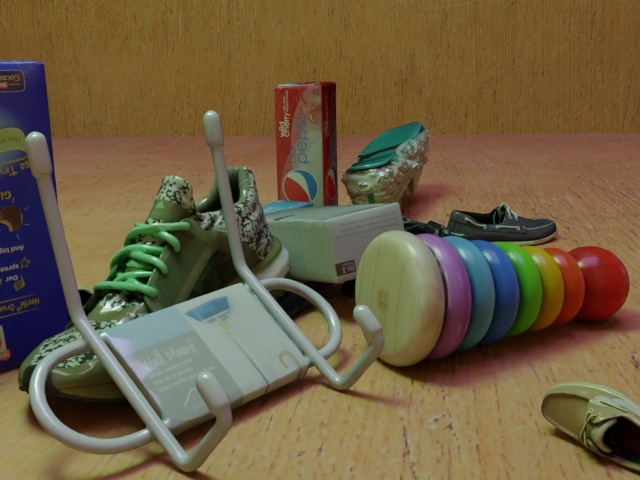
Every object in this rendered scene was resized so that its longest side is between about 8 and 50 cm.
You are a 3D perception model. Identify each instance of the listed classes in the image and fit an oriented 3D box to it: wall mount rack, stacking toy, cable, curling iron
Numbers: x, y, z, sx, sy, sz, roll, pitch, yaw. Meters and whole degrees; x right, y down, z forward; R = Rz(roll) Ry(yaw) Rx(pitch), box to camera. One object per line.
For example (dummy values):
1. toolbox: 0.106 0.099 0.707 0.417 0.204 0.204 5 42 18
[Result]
1. wall mount rack: -0.112 0.034 0.744 0.350 0.130 0.304 -17 58 -48
2. stacking toy: 0.210 0.059 0.906 0.330 0.141 0.141 0 12 -27
3. cable: 0.120 -0.003 1.321 0.150 0.047 0.184 -11 19 -19
4. curling iron: -0.011 0.070 1.025 0.068 0.035 0.274 9 16 35

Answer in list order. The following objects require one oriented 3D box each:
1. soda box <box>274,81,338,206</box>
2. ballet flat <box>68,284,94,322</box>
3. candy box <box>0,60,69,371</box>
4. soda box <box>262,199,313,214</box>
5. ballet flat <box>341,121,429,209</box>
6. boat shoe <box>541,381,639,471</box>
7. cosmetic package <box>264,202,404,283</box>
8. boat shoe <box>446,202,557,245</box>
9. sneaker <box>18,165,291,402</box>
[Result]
1. soda box: -0.023 -0.144 1.427 0.092 0.263 0.083 3 15 19
2. ballet flat: -0.282 0.079 0.978 0.057 0.049 0.173 -6 14 -22
3. candy box: -0.408 -0.015 0.810 0.122 0.317 0.268 9 16 43
4. soda box: -0.088 -0.011 1.292 0.067 0.071 0.210 5 15 29
5. ballet flat: 0.137 -0.132 1.638 0.147 0.147 0.409 4 21 19
6. boat shoe: 0.232 0.149 0.646 0.045 0.050 0.135 -7 14 -44
7. cosmetic package: 0.000 0.000 1.072 0.117 0.086 0.231 -14 7 -32
8. boat shoe: 0.302 -0.028 1.342 0.206 0.065 0.075 -6 14 -18
9. sneaker: -0.175 0.026 0.870 0.158 0.182 0.410 2 22 25
